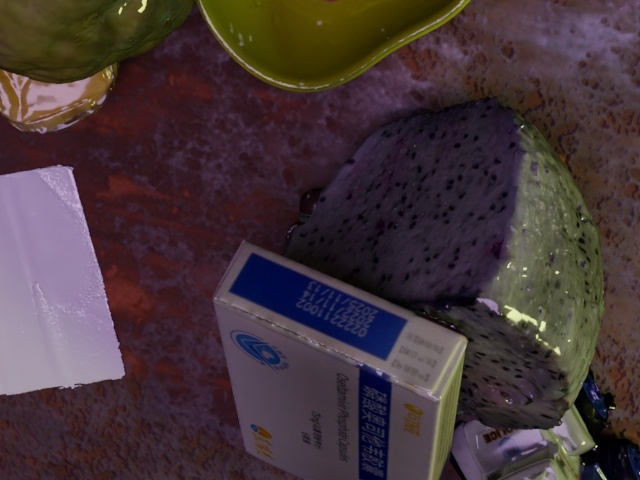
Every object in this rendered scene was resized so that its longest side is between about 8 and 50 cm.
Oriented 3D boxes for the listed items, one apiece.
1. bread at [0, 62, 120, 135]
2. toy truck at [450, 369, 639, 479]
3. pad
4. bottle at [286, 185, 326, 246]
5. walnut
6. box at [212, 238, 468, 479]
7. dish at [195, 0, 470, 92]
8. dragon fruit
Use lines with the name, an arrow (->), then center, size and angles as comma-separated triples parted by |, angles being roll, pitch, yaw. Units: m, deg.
bread -> -0.257, -0.196, 1.266 | 0.132, 0.114, 0.191 | -20, 105, 1
toy truck -> 0.209, 0.230, 1.291 | 0.161, 0.177, 0.213 | -30, 101, 19
pad -> -0.291, 0.044, 1.408 | 0.156, 0.004, 0.232 | -8, 106, 12
bottle -> 0.002, 0.000, 1.323 | 0.063, 0.047, 0.101 | -6, 104, -17
walnut -> -0.209, -0.265, 1.071 | 0.253, 0.277, 0.282 | -17, 85, 32
box -> 0.019, 0.138, 1.223 | 0.200, 0.065, 0.343 | 23, 154, 14
dish -> 0.021, -0.259, 1.199 | 0.262, 0.108, 0.221 | -20, 103, 17
dragon fruit -> 0.131, 0.022, 1.219 | 0.283, 0.221, 0.204 | -6, 146, 47
